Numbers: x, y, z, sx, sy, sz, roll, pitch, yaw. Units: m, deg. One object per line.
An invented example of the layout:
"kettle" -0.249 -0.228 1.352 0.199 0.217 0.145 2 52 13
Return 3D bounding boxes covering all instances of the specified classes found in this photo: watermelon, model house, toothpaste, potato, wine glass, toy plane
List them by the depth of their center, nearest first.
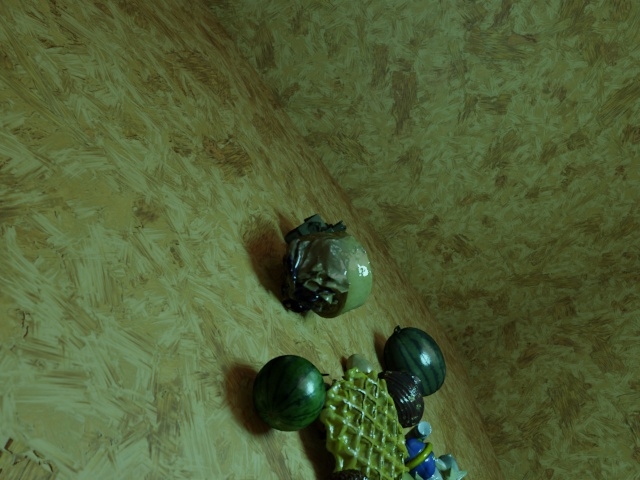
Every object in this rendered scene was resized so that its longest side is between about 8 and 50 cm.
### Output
"watermelon" -0.076 0.386 1.090 0.188 0.188 0.214 59 25 -1
"toy plane" 0.421 0.857 1.394 0.244 0.229 0.092 -56 148 -52
"potato" 0.157 0.516 1.652 0.112 0.112 0.147 27 29 -59
"toothpaste" 0.393 0.788 1.703 0.234 0.089 0.057 94 6 -53
"model house" 0.000 0.000 1.817 0.211 0.243 0.204 56 18 -13
"wine glass" 0.565 1.057 1.875 0.111 0.111 0.204 58 21 -4
"watermelon" 0.453 0.581 2.056 0.359 0.279 0.279 58 17 8

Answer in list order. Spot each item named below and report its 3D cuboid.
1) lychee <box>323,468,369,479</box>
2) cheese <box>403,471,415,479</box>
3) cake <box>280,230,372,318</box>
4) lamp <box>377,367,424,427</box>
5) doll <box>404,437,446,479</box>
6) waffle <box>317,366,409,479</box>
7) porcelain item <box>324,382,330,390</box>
"lychee" 0.056 0.656 1.006 0.194 0.194 0.194 50 20 -26
"cheese" 0.287 0.882 1.383 0.316 0.128 0.260 51 17 -32
"cake" -0.020 0.136 1.536 0.321 0.332 0.332 -10 67 -38
"lamp" 0.295 0.629 1.661 0.247 0.247 0.247 50 20 -26
"doll" 0.405 0.878 1.625 0.242 0.159 0.311 39 -16 20
"waffle" 0.144 0.589 1.287 0.379 0.095 0.382 -8 74 -56
"porcelain item" -0.035 0.483 1.263 0.215 0.069 0.081 15 52 -59
